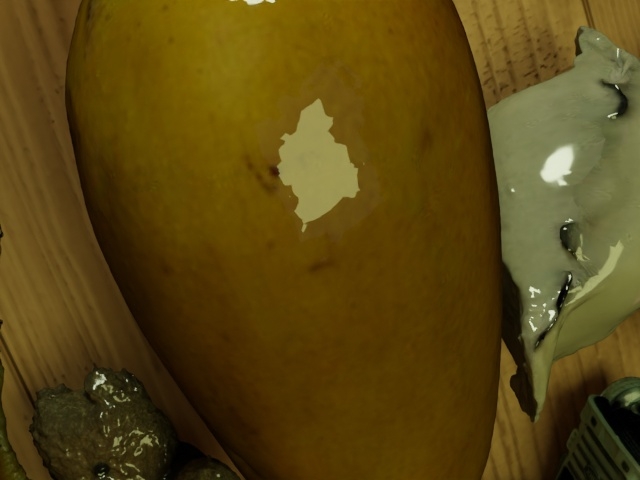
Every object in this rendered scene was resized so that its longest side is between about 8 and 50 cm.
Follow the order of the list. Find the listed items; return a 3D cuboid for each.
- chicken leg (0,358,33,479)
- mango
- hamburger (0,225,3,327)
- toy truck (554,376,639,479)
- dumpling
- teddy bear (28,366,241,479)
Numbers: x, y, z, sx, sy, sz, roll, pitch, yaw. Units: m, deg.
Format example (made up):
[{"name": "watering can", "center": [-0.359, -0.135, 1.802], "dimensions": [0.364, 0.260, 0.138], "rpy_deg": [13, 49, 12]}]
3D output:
[{"name": "chicken leg", "center": [-0.218, 0.166, 0.981], "dimensions": [0.088, 0.103, 0.227], "rpy_deg": [-12, 89, -32]}, {"name": "mango", "center": [0.000, 0.000, 0.946], "dimensions": [0.232, 0.300, 0.445], "rpy_deg": [-13, 118, 11]}, {"name": "hamburger", "center": [-0.292, 0.007, 0.881], "dimensions": [0.231, 0.107, 0.231], "rpy_deg": [-1, 93, -21]}, {"name": "toy truck", "center": [0.305, 0.231, 1.250], "dimensions": [0.338, 0.133, 0.184], "rpy_deg": [13, 115, -26]}, {"name": "dumpling", "center": [0.166, -0.004, 1.111], "dimensions": [0.243, 0.175, 0.227], "rpy_deg": [-40, 158, -20]}, {"name": "teddy bear", "center": [-0.094, 0.191, 1.014], "dimensions": [0.251, 0.182, 0.129], "rpy_deg": [59, 30, -5]}]
